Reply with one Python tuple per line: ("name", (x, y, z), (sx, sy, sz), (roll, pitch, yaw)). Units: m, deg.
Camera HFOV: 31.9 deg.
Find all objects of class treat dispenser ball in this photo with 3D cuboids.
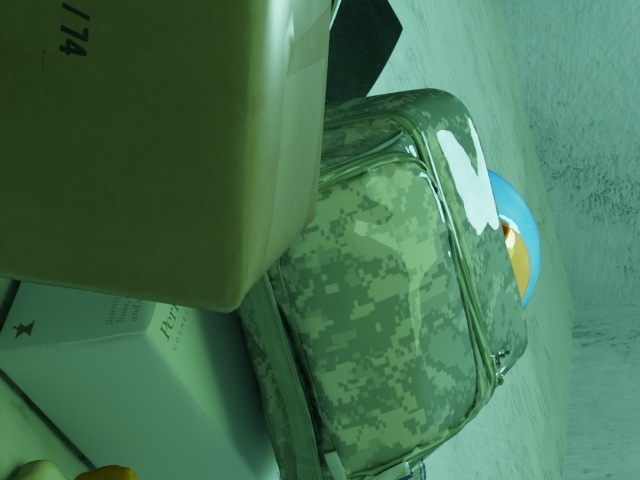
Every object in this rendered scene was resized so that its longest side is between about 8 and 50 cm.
("treat dispenser ball", (0.181, 0.021, 1.665), (0.288, 0.288, 0.288), (-7, 90, -69))

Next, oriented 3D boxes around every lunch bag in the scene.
("lunch bag", (0.028, 0.045, 0.975), (0.256, 0.213, 0.305), (-34, 114, -50))

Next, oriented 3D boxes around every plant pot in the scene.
("plant pot", (-0.027, -0.242, 1.386), (0.187, 0.188, 0.167), (47, 53, -57))

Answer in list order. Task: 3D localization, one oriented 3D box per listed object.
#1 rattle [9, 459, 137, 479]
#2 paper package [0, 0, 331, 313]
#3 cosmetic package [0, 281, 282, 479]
("rattle", (-0.172, 0.269, 0.892), (0.130, 0.143, 0.199), (-90, 161, -75))
("paper package", (-0.154, -0.148, 0.709), (0.168, 0.310, 0.324), (-52, 148, -64))
("cosmetic package", (-0.116, 0.125, 1.046), (0.385, 0.156, 0.217), (62, 28, -44))
